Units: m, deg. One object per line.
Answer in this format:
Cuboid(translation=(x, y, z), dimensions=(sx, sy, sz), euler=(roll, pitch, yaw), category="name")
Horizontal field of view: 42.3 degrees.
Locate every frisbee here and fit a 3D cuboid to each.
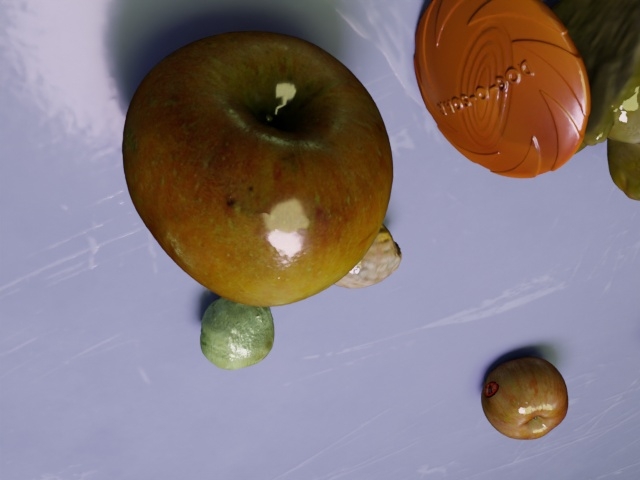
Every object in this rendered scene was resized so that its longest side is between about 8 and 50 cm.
Cuboid(translation=(0.152, -0.138, 0.747), dimensions=(0.035, 0.192, 0.192), euler=(-34, 141, -29), category="frisbee")

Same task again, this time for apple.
Cuboid(translation=(-0.056, -0.055, 0.715), dimensions=(0.237, 0.237, 0.207), euler=(-1, 154, -20), category="apple")
Cuboid(translation=(0.294, 0.227, 1.185), dimensions=(0.126, 0.102, 0.126), euler=(-11, 134, -11), category="apple")

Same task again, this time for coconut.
Cuboid(translation=(-0.094, 0.106, 0.942), dimensions=(0.087, 0.088, 0.096), euler=(-10, 128, -13), category="coconut")

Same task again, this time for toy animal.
Cuboid(translation=(0.345, -0.108, 0.847), dimensions=(0.180, 0.181, 0.363), euler=(-46, 128, 4), category="toy animal")

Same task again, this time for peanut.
Cuboid(translation=(0.000, 0.000, 0.879), dimensions=(0.206, 0.087, 0.087), euler=(17, 123, -33), category="peanut")
